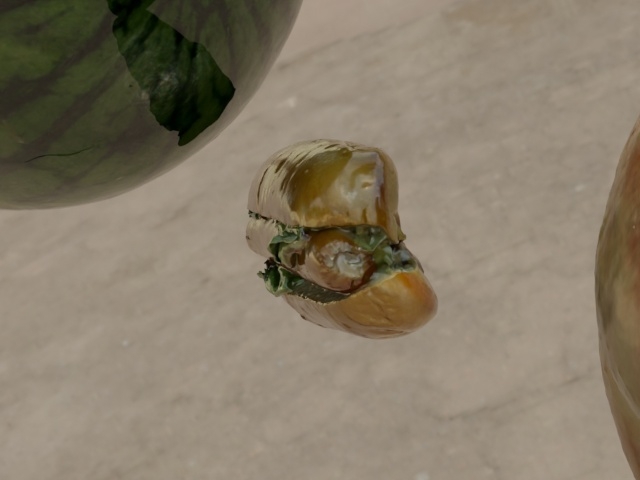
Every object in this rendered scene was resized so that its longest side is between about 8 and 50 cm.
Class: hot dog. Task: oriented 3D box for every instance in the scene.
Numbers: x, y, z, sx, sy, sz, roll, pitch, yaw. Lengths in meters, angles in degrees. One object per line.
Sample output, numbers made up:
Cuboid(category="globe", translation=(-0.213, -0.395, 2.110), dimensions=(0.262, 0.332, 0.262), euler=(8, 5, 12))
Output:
Cuboid(category="hot dog", translation=(0.000, 0.000, 0.685), dimensions=(0.068, 0.100, 0.249), euler=(-19, 6, -7))

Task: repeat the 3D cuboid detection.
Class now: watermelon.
Cuboid(category="watermelon", translation=(-0.108, -0.153, 0.716), dimensions=(0.330, 0.331, 0.189), euler=(-35, 48, -24))

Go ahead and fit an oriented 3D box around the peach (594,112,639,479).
Cuboid(category="peach", translation=(0.208, 0.021, 0.419), dimensions=(0.252, 0.252, 0.252), euler=(-22, 20, 9))
